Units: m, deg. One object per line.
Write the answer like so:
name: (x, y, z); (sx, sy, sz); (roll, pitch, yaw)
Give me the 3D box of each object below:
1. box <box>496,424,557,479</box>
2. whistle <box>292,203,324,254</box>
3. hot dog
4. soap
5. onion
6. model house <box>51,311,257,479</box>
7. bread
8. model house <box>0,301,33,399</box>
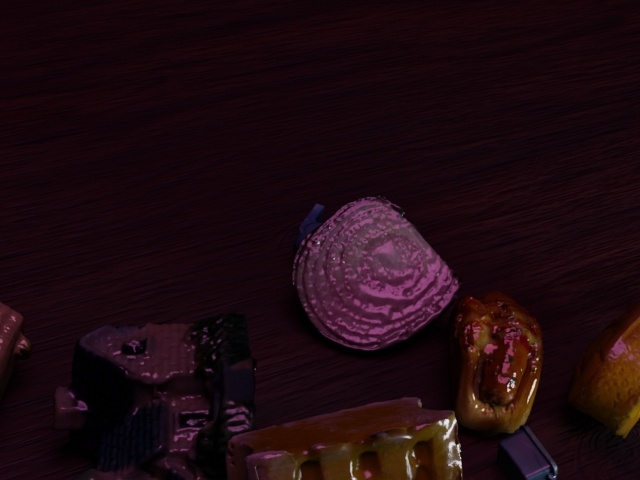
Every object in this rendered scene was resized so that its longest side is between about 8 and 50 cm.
box: (0.315, 0.343, 1.917); (0.054, 0.074, 0.099); (-20, 50, -18)
whistle: (0.000, 0.000, 2.206); (0.090, 0.090, 0.158); (21, 32, 9)
hot dog: (0.279, 0.179, 2.022); (0.150, 0.153, 0.256); (9, 42, -5)
soap: (0.043, 0.392, 1.595); (0.293, 0.335, 0.156); (-10, 8, -19)
onion: (0.078, 0.073, 2.125); (0.247, 0.111, 0.250); (-39, 86, -12)
model house: (-0.237, 0.262, 1.747); (0.284, 0.243, 0.298); (0, 32, -7)
bread: (0.511, 0.199, 2.032); (0.143, 0.195, 0.270); (42, 45, 20)
model house: (-0.553, 0.165, 1.815); (0.234, 0.174, 0.193); (10, 41, 1)
